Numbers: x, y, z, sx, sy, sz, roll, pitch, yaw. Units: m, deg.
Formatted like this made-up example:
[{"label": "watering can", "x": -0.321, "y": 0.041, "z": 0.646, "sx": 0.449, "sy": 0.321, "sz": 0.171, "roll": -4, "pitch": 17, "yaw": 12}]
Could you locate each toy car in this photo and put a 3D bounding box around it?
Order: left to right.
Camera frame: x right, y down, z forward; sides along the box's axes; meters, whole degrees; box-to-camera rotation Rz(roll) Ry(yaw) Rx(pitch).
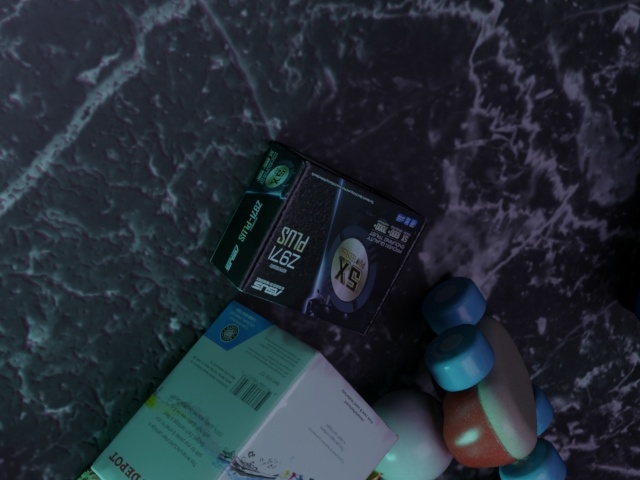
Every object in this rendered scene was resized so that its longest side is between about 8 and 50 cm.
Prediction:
[{"label": "toy car", "x": 0.130, "y": 0.207, "z": 1.256, "sx": 0.238, "sy": 0.210, "sz": 0.219, "roll": -27, "pitch": 113, "yaw": 16}]

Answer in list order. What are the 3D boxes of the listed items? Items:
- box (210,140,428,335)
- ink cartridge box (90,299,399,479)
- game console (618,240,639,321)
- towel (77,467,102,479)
[{"label": "box", "x": 0.000, "y": 0.000, "z": 1.119, "sx": 0.180, "sy": 0.077, "sz": 0.147, "roll": 24, "pitch": 98, "yaw": -36}, {"label": "ink cartridge box", "x": -0.078, "y": 0.219, "z": 1.096, "sx": 0.233, "sy": 0.171, "sz": 0.168, "roll": -49, "pitch": 128, "yaw": -12}, {"label": "game console", "x": 0.516, "y": -0.015, "z": 1.359, "sx": 0.250, "sy": 0.173, "sz": 0.293, "roll": 6, "pitch": 109, "yaw": -32}, {"label": "towel", "x": -0.246, "y": 0.319, "z": 1.147, "sx": 0.110, "sy": 0.027, "sz": 0.148, "roll": 27, "pitch": 96, "yaw": -36}]
